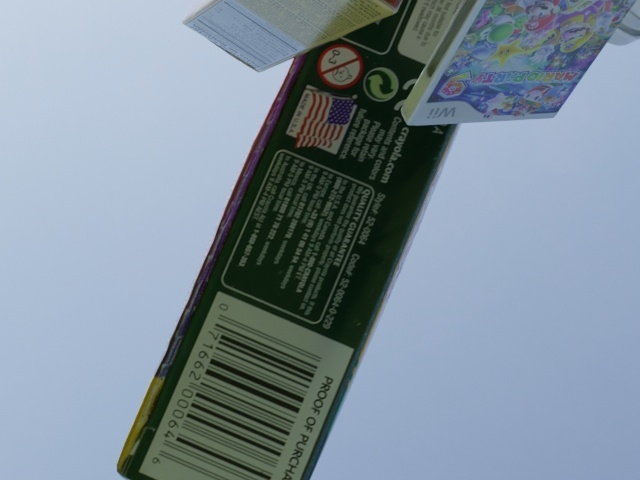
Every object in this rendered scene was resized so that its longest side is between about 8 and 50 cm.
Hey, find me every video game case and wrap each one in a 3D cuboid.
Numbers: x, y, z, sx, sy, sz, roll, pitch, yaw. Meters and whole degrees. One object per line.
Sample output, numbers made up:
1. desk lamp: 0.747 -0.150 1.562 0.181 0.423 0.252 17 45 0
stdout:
1. video game case: 0.097 -0.096 0.627 0.122 0.087 0.011 -60 -137 49

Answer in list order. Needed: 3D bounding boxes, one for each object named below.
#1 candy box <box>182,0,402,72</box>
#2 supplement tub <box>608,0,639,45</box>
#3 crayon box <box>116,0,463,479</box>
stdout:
1. candy box: 0.005 -0.144 0.621 0.109 0.053 0.187 -61 -162 -10
2. supplement tub: 0.351 -0.309 1.240 0.272 0.191 0.191 -27 -132 38
3. crayon box: 0.000 0.000 0.895 0.313 0.106 0.363 100 13 -81
